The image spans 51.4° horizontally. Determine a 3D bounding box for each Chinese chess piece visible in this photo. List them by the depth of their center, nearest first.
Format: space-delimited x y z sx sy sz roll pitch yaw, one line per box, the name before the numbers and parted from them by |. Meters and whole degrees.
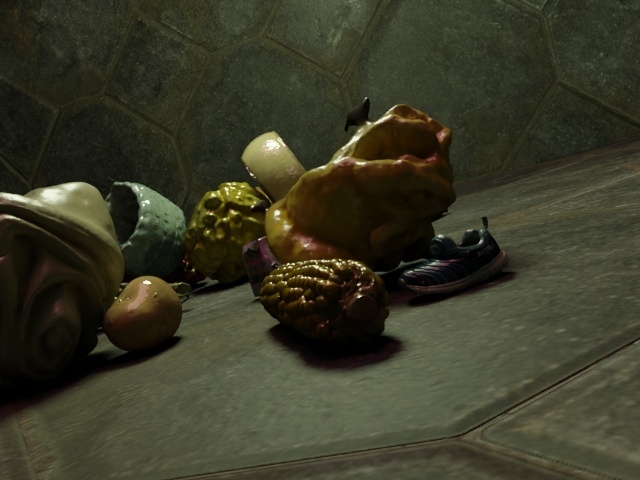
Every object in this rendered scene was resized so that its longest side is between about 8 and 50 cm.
Chinese chess piece | -0.086 -0.142 1.664 0.112 0.270 0.270 -37 4 1

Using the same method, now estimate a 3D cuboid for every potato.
potato | -0.261 0.110 0.992 0.112 0.112 0.147 -15 11 9

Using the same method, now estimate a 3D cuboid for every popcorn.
popcorn | 0.082 -0.053 1.016 0.316 0.281 0.297 -50 -2 12
popcorn | -0.208 -0.017 1.598 0.225 0.249 0.249 18 -1 -9

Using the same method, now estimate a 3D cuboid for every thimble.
thimble | -0.447 -0.026 1.624 0.205 0.250 0.172 -37 -40 16

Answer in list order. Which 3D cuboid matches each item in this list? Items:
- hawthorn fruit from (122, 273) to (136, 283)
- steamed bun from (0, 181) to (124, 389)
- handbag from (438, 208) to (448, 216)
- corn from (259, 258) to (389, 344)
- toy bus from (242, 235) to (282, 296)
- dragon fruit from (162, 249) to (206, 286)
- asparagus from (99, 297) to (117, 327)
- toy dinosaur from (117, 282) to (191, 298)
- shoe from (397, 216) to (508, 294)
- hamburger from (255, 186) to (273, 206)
hawthorn fruit | -0.592 0.096 1.803 0.299 0.211 0.211 -32 -1 18
steamed bun | -0.420 0.090 0.990 0.310 0.219 0.324 -54 -13 17
handbag | 0.194 -0.069 1.803 0.246 0.080 0.223 -12 5 37
corn | -0.009 0.066 0.770 0.096 0.097 0.320 -17 3 -17
toy bus | -0.010 0.019 1.251 0.274 0.112 0.090 -19 -2 -38
dragon fruit | -0.377 0.059 1.739 0.166 0.160 0.172 33 -23 -33
asparagus | -0.509 0.163 1.351 0.287 0.080 0.080 -4 -3 -36
toy dinosaur | -0.335 0.110 1.372 0.251 0.072 0.199 -2 7 -40
shoe | 0.158 0.025 0.809 0.142 0.071 0.064 -21 5 -14
hamburger | -0.112 -0.062 1.913 0.163 0.244 0.244 -31 -1 19
